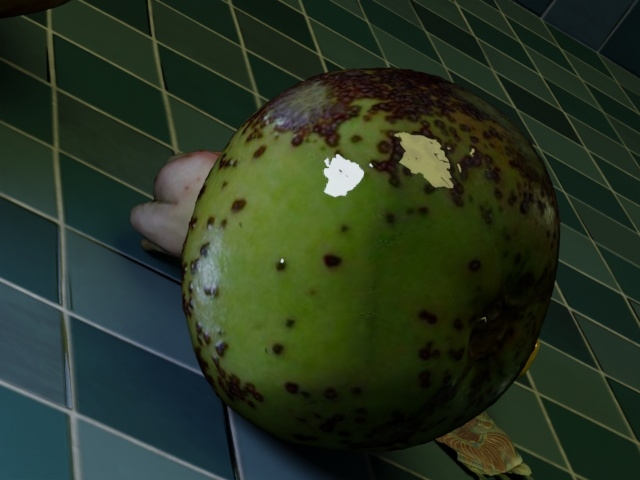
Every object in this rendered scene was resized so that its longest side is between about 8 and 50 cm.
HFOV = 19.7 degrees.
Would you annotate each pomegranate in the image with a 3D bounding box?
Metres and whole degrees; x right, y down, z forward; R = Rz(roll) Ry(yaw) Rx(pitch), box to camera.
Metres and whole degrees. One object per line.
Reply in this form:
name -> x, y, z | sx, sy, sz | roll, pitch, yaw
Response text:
pomegranate -> 0.000, 0.000, 1.332 | 0.340, 0.285, 0.285 | 22, 7, 39

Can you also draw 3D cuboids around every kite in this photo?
kite -> 0.137, 0.181, 1.475 | 0.127, 0.016, 0.229 | 12, 27, -43

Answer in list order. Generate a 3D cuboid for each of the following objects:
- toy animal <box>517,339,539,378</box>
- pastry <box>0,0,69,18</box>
toy animal -> 0.088, 0.027, 1.559 | 0.230, 0.156, 0.156 | 36, 19, -10
pastry -> -0.301, -0.331, 1.465 | 0.388, 0.313, 0.388 | 3, 0, 0
